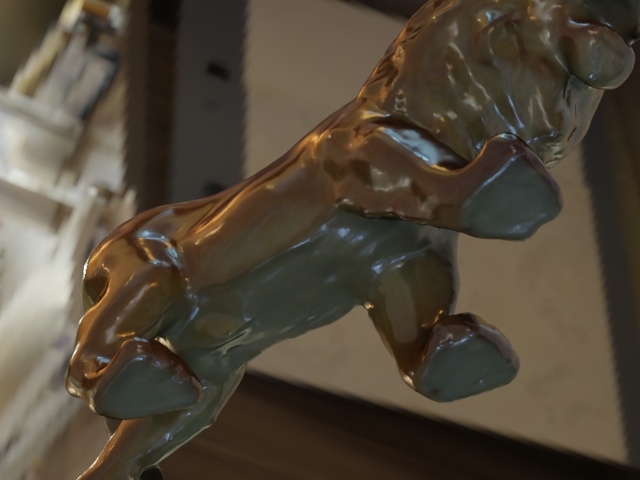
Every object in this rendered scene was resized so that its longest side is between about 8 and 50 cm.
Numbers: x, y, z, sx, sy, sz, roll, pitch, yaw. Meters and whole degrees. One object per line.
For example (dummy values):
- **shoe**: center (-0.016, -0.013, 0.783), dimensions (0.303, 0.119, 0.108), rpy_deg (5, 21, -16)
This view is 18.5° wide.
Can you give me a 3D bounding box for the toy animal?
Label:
- **toy animal**: center (0.000, 0.000, 0.733), dimensions (0.312, 0.097, 0.157), rpy_deg (-31, 33, 17)
